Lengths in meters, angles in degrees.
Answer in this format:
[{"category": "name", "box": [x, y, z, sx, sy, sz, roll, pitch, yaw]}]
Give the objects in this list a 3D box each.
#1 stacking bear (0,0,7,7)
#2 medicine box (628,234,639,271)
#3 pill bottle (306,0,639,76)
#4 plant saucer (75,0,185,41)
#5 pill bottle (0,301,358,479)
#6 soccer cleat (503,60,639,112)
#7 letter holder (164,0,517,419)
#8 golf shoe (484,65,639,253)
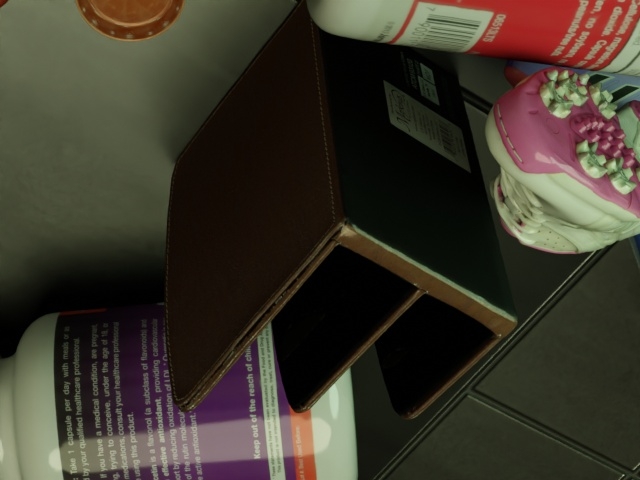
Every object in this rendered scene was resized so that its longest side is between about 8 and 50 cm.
[{"category": "stacking bear", "box": [-0.251, -0.275, 1.201, 0.164, 0.175, 0.289, -4, 135, -5]}, {"category": "medicine box", "box": [0.424, 0.066, 1.443, 0.289, 0.263, 0.149, -20, 127, 9]}, {"category": "pill bottle", "box": [0.205, -0.227, 1.226, 0.407, 0.229, 0.229, 6, 126, -10]}, {"category": "plant saucer", "box": [-0.143, -0.188, 1.358, 0.083, 0.013, 0.083, -2, 128, -3]}, {"category": "pill bottle", "box": [-0.134, 0.141, 1.503, 0.322, 0.181, 0.182, -5, 127, -1]}, {"category": "soccer cleat", "box": [0.257, -0.102, 1.429, 0.248, 0.083, 0.095, 27, 94, -18]}, {"category": "letter holder", "box": [0.000, 0.000, 1.332, 0.152, 0.302, 0.214, 29, 119, -24]}, {"category": "golf shoe", "box": [0.172, -0.038, 1.268, 0.140, 0.115, 0.306, -30, 161, 23]}]
